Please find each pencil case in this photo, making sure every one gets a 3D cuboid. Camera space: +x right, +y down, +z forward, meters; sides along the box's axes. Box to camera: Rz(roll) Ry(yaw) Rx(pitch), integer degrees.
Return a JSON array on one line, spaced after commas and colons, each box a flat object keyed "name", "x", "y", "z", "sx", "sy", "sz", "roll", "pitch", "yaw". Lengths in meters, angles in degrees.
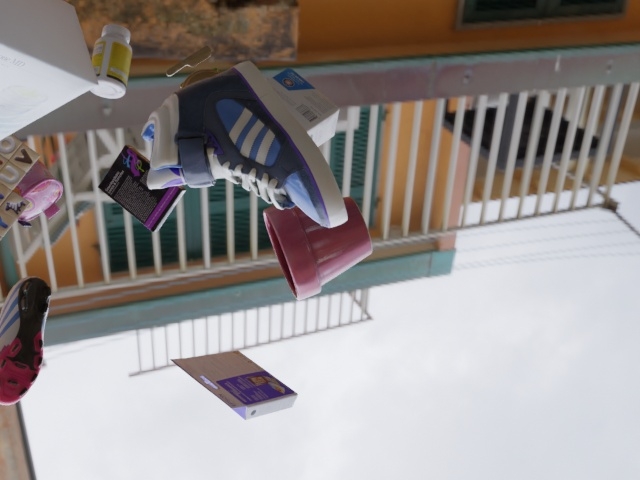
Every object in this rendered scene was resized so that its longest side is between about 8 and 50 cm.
[{"name": "pencil case", "x": -0.646, "y": -0.159, "z": 1.596, "sx": 0.284, "sy": 0.124, "sz": 0.124, "roll": 42, "pitch": -136, "yaw": 15}]

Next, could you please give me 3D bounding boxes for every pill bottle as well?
[{"name": "pill bottle", "x": -0.359, "y": -0.309, "z": 1.351, "sx": 0.065, "sy": 0.065, "sz": 0.116, "roll": 4, "pitch": -107, "yaw": 3}]

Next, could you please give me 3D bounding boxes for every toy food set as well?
[{"name": "toy food set", "x": -0.238, "y": -0.312, "z": 1.707, "sx": 0.132, "sy": 0.192, "sz": 0.038, "roll": -35, "pitch": -179, "yaw": -19}]

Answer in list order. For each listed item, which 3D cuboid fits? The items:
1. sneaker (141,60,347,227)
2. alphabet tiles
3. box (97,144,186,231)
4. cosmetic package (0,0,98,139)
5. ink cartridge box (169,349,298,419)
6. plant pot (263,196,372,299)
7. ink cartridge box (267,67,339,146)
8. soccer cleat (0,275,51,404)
[{"name": "sneaker", "x": -0.132, "y": -0.102, "z": 1.180, "sx": 0.236, "sy": 0.130, "sz": 0.323, "roll": -31, "pitch": -110, "yaw": -7}, {"name": "alphabet tiles", "x": -0.597, "y": -0.085, "z": 1.338, "sx": 0.237, "sy": 0.198, "sz": 0.009, "roll": -53, "pitch": -138, "yaw": -5}, {"name": "box", "x": -0.385, "y": -0.112, "z": 1.694, "sx": 0.162, "sy": 0.116, "sz": 0.029, "roll": 39, "pitch": -166, "yaw": 4}, {"name": "cosmetic package", "x": -0.460, "y": -0.239, "z": 1.034, "sx": 0.224, "sy": 0.138, "sz": 0.224, "roll": -25, "pitch": 168, "yaw": 17}, {"name": "ink cartridge box", "x": -0.190, "y": 0.308, "z": 1.689, "sx": 0.206, "sy": 0.045, "sz": 0.208, "roll": 29, "pitch": -164, "yaw": 35}, {"name": "plant pot", "x": 0.000, "y": 0.000, "z": 1.617, "sx": 0.180, "sy": 0.201, "sz": 0.201, "roll": -20, "pitch": -145, "yaw": -8}, {"name": "ink cartridge box", "x": -0.094, "y": -0.193, "z": 1.388, "sx": 0.134, "sy": 0.078, "sz": 0.231, "roll": 42, "pitch": -120, "yaw": 18}, {"name": "soccer cleat", "x": -0.767, "y": 0.254, "z": 2.000, "sx": 0.116, "sy": 0.331, "sz": 0.143, "roll": 25, "pitch": 154, "yaw": -36}]
